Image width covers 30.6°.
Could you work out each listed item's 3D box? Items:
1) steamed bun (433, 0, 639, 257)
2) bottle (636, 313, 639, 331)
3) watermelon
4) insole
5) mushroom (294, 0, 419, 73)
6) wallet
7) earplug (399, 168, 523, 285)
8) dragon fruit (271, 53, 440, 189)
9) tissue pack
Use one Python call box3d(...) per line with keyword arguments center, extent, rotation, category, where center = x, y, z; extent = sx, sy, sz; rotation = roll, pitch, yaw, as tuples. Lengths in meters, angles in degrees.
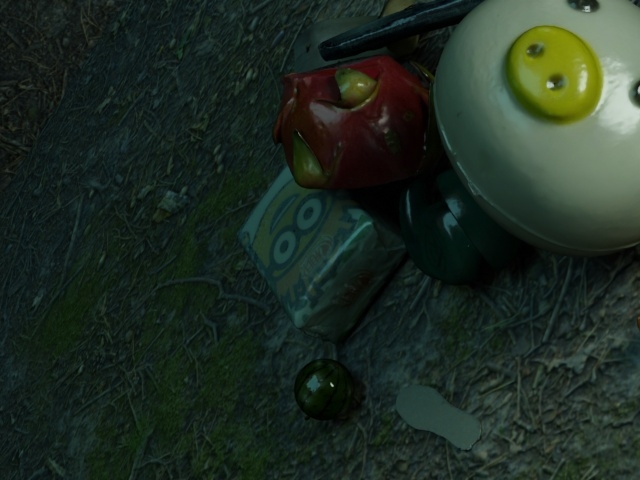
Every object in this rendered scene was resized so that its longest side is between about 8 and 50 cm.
box3d(center=(0.318, -0.158, 1.491), extent=(0.334, 0.334, 0.374), rotation=(-41, 65, 30), category="steamed bun")
box3d(center=(0.463, 0.074, 1.390), extent=(0.187, 0.069, 0.069), rotation=(-28, 47, 43), category="bottle")
box3d(center=(0.003, 0.242, 1.867), extent=(0.109, 0.109, 0.109), rotation=(-32, 45, 38), category="watermelon")
box3d(center=(0.171, 0.256, 1.714), extent=(0.197, 0.004, 0.065), rotation=(19, 84, 56), category="insole")
box3d(center=(0.065, -0.353, 2.189), extent=(0.328, 0.122, 0.159), rotation=(-13, 94, 50), category="mushroom")
box3d(center=(0.190, -0.360, 1.881), extent=(0.379, 0.190, 0.046), rotation=(-11, 95, 34), category="wallet")
box3d(center=(0.230, -0.041, 1.740), extent=(0.280, 0.164, 0.257), rotation=(-32, 6, 22), category="earplug")
box3d(center=(0.059, -0.213, 1.918), extent=(0.290, 0.290, 0.189), rotation=(25, 129, 56), category="dragon fruit")
box3d(center=(0.000, 0.000, 2.010), extent=(0.228, 0.128, 0.311), rotation=(-54, 36, 14), category="tissue pack")
